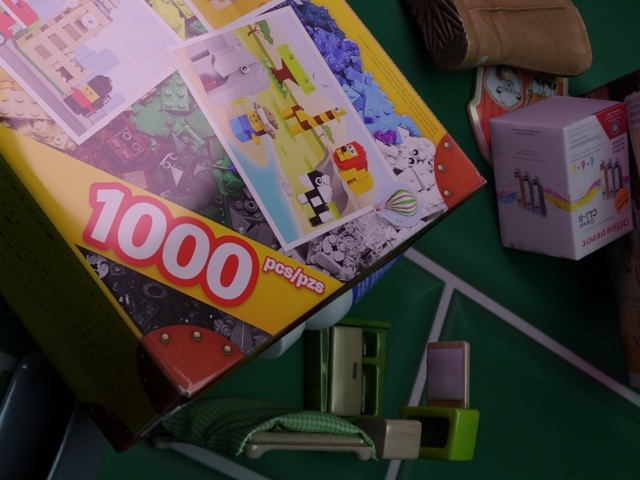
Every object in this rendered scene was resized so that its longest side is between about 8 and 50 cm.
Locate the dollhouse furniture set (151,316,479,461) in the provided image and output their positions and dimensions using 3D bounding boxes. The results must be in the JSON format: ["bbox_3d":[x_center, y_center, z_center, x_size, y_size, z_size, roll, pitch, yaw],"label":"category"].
[{"bbox_3d":[-0.006,0.147,1.256,0.301,0.197,0.151,8,80,-36],"label":"dollhouse furniture set"}]

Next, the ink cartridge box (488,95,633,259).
[{"bbox_3d":[0.309,-0.081,1.545,0.128,0.127,0.176,-24,114,-36],"label":"ink cartridge box"}]

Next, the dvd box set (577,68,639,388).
[{"bbox_3d":[0.438,-0.006,1.558,0.062,0.307,0.421,-11,91,-5],"label":"dvd box set"}]

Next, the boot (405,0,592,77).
[{"bbox_3d":[0.223,-0.318,1.567,0.269,0.089,0.236,-9,81,-44],"label":"boot"}]

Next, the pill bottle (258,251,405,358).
[{"bbox_3d":[0.000,0.000,1.309,0.272,0.152,0.152,-44,109,-33],"label":"pill bottle"}]

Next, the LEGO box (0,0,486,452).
[{"bbox_3d":[-0.159,-0.128,1.086,0.372,0.193,0.500,-35,85,-33],"label":"LEGO box"}]

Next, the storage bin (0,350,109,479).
[{"bbox_3d":[-0.253,0.186,1.142,0.091,0.098,0.135,50,53,-54],"label":"storage bin"}]

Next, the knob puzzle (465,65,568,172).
[{"bbox_3d":[0.273,-0.157,1.612,0.213,0.030,0.213,6,81,-37],"label":"knob puzzle"}]
